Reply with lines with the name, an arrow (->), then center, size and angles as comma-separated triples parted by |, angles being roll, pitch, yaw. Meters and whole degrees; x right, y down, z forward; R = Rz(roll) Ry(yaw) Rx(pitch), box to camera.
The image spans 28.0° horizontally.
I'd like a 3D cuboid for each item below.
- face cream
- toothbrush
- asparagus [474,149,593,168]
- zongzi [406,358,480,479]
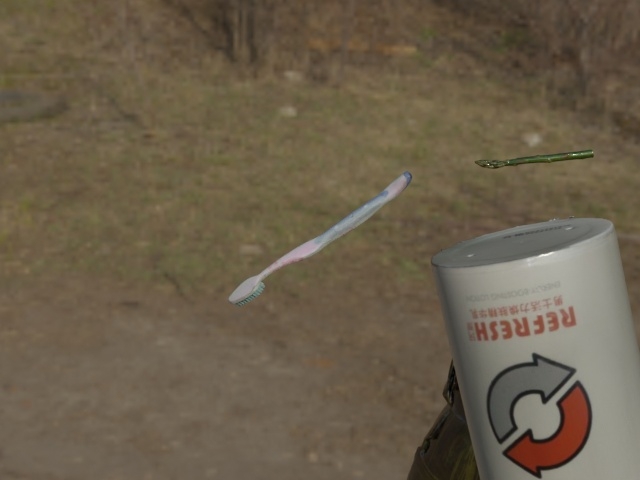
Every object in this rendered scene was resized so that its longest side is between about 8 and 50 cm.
face cream -> 0.127, 0.102, 0.676 | 0.096, 0.214, 0.096 | -13, 8, 2
toothbrush -> 0.000, 0.000, 1.537 | 0.021, 0.269, 0.027 | 61, 12, 29
asparagus -> 0.295, -0.111, 1.776 | 0.163, 0.016, 0.016 | -6, 29, 6
zongzi -> 0.315, 0.337, 1.771 | 0.403, 0.432, 0.208 | 33, 22, 25
